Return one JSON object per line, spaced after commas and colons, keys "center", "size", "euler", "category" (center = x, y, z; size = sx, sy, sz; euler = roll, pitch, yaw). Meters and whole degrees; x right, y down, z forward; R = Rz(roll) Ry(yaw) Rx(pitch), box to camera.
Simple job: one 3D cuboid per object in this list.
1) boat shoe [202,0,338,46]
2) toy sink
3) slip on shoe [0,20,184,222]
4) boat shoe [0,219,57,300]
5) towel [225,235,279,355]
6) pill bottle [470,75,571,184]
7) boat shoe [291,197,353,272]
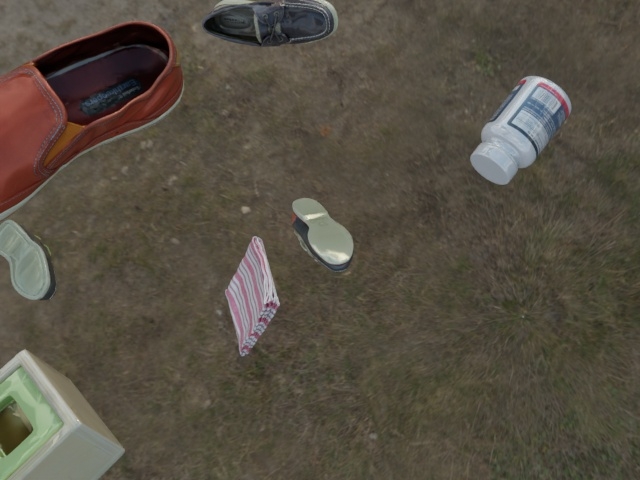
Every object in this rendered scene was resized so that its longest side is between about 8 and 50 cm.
{"center": [-0.106, -0.433, 1.404], "size": [0.285, 0.092, 0.103], "euler": [10, 129, 22], "category": "boat shoe"}
{"center": [-0.400, 0.283, 0.882], "size": [0.234, 0.131, 0.153], "euler": [-44, 57, -13], "category": "toy sink"}
{"center": [-0.267, -0.110, 0.639], "size": [0.331, 0.101, 0.123], "euler": [-35, 83, -26], "category": "slip on shoe"}
{"center": [-0.526, 0.040, 1.283], "size": [0.081, 0.069, 0.228], "euler": [-49, 51, 0], "category": "boat shoe"}
{"center": [-0.132, 0.104, 1.275], "size": [0.197, 0.029, 0.144], "euler": [-57, 42, 46], "category": "towel"}
{"center": [0.348, -0.191, 1.235], "size": [0.108, 0.108, 0.180], "euler": [36, 78, 17], "category": "pill bottle"}
{"center": [0.000, 0.000, 0.787], "size": [0.049, 0.137, 0.043], "euler": [-8, 122, -20], "category": "boat shoe"}
